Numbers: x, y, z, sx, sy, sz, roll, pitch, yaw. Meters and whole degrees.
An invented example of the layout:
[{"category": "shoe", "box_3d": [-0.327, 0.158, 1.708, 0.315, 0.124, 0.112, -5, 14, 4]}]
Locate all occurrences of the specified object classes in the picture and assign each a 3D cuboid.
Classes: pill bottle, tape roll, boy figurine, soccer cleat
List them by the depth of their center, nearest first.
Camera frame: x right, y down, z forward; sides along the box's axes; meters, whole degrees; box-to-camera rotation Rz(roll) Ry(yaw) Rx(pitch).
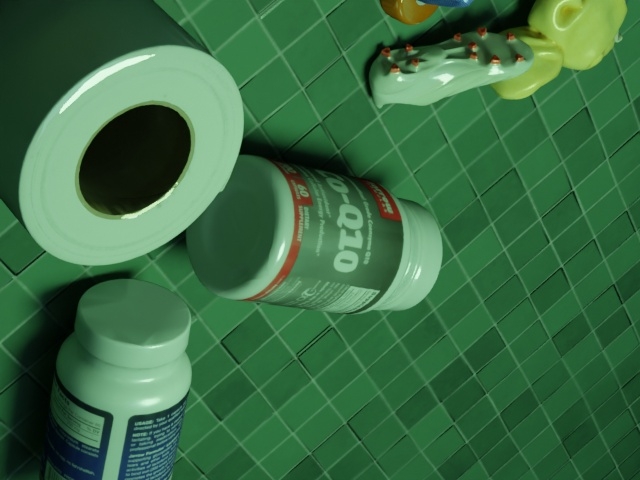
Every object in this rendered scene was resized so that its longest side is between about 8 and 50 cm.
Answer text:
[{"category": "tape roll", "box_3d": [-0.219, -0.121, 1.708, 0.246, 0.169, 0.246, -23, 136, -24]}, {"category": "pill bottle", "box_3d": [-0.227, 0.183, 1.980, 0.153, 0.153, 0.265, -12, 131, -34]}, {"category": "pill bottle", "box_3d": [0.000, 0.000, 2.013, 0.283, 0.161, 0.161, 9, 117, -46]}, {"category": "soccer cleat", "box_3d": [0.149, -0.196, 2.036, 0.196, 0.068, 0.076, -8, 143, -12]}, {"category": "boy figurine", "box_3d": [0.311, -0.274, 2.105, 0.285, 0.092, 0.177, -46, 142, 2]}]

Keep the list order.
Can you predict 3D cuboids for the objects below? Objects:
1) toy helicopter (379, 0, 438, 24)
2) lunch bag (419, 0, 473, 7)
[{"category": "toy helicopter", "box_3d": [0.151, -0.347, 1.900, 0.355, 0.140, 0.235, 5, 112, -56]}, {"category": "lunch bag", "box_3d": [0.046, -0.458, 1.585, 0.328, 0.239, 0.385, 33, 76, -49]}]
